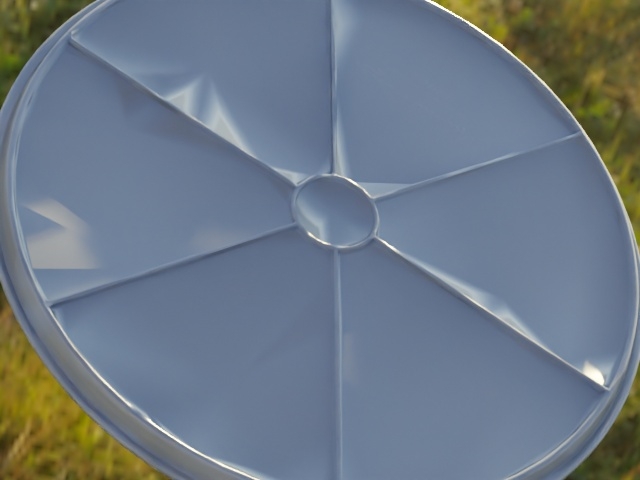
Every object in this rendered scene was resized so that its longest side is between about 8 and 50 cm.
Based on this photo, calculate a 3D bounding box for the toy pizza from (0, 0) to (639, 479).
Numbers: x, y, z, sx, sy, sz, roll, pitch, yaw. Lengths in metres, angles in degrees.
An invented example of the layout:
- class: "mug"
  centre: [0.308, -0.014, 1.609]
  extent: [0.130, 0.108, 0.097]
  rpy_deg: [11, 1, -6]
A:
- class: "toy pizza"
  centre: [0.000, 0.000, 0.592]
  extent: [0.201, 0.032, 0.201]
  rpy_deg: [10, 54, -14]
